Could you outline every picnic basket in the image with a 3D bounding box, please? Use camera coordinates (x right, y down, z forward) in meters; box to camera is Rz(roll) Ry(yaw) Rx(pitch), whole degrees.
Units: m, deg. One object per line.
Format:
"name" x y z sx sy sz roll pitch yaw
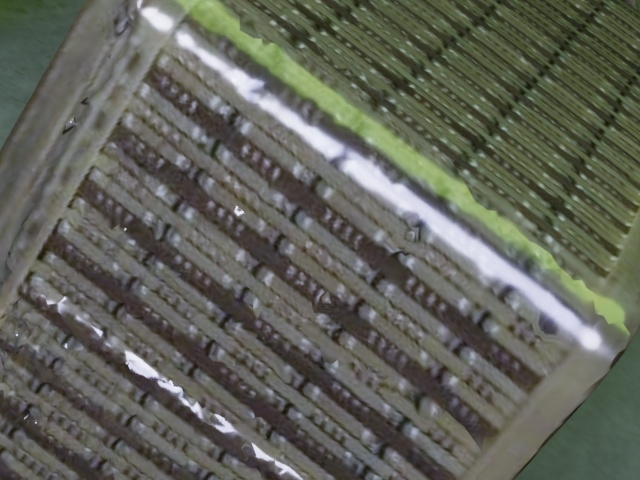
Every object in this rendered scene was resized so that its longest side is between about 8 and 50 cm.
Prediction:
"picnic basket" 0.000 0.000 0.517 0.175 0.228 0.313 37 27 5
